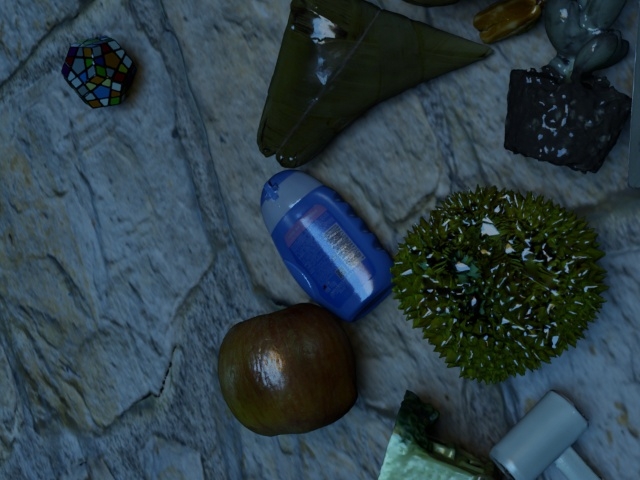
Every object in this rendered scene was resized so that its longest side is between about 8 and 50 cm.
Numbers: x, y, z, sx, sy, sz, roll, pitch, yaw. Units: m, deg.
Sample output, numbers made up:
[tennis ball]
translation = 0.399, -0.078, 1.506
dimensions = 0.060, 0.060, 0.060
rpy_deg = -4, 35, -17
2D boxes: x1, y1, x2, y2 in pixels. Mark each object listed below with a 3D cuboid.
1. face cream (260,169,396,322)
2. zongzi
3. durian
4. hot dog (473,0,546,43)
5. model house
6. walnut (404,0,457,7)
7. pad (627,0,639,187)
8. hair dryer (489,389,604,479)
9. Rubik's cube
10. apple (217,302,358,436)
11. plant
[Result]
[face cream]
translation = 0.000, 0.000, 1.232
dimensions = 0.149, 0.083, 0.264
rpy_deg = -44, 74, 19
[zongzi]
translation = 0.072, -0.212, 1.182
dimensions = 0.300, 0.145, 0.274
rpy_deg = 19, 116, 0
[durian]
translation = 0.232, 0.062, 1.060
dimensions = 0.291, 0.224, 0.291
rpy_deg = 2, 77, -7
[hot dog]
translation = 0.266, -0.312, 1.093
dimensions = 0.133, 0.041, 0.056
rpy_deg = -8, 114, 60
[model house]
translation = 0.175, 0.340, 1.112
dimensions = 0.189, 0.214, 0.195
rpy_deg = 21, 90, 11
[walnut]
translation = 0.195, -0.437, 1.003
dimensions = 0.282, 0.276, 0.253
rpy_deg = 17, 123, 52
[pad]
translation = 0.466, -0.195, 0.988
dimensions = 0.159, 0.009, 0.265
rpy_deg = 1, 93, -13
[hair dryer]
translation = 0.354, 0.337, 1.079
dimensions = 0.131, 0.073, 0.236
rpy_deg = -42, 91, -9
[Rubik's cube]
translation = -0.392, -0.299, 1.390
dimensions = 0.133, 0.133, 0.112
rpy_deg = -32, 51, 23
[apple]
translation = -0.050, 0.197, 1.196
dimensions = 0.211, 0.211, 0.188
rpy_deg = -17, 83, 25
[plant]
translation = 0.340, -0.228, 1.024
dimensions = 0.146, 0.149, 0.275
rpy_deg = 22, 99, 61
